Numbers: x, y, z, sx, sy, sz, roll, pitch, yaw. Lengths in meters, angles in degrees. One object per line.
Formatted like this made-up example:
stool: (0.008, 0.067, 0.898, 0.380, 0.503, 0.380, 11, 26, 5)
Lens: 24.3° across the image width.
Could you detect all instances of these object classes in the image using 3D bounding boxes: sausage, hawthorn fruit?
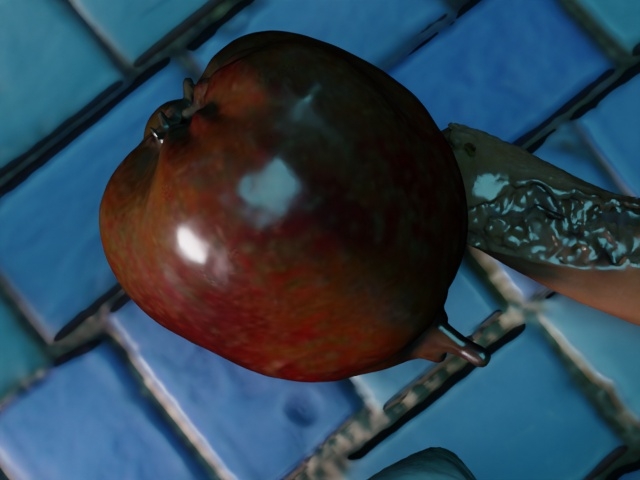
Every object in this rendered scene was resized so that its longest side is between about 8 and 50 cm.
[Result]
sausage: (0.210, 0.012, 0.948, 0.327, 0.079, 0.087, 21, 55, 3)
hawthorn fruit: (0.000, 0.000, 0.888, 0.248, 0.208, 0.208, 44, 82, -10)

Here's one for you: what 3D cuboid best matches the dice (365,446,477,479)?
dice: (0.014, 0.325, 0.752, 0.328, 0.330, 0.348, -32, 82, 1)
